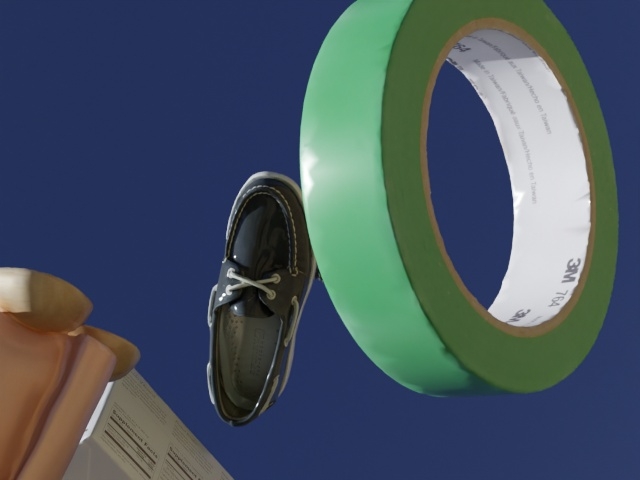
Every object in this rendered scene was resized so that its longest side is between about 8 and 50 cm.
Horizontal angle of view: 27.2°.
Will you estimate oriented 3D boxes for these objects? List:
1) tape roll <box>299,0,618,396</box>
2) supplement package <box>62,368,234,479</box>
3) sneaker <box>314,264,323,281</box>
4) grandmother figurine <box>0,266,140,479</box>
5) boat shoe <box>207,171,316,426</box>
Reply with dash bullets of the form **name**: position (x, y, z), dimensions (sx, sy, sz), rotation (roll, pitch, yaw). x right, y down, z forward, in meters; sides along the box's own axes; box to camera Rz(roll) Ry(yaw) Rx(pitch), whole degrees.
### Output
- **tape roll**: position (0.116, -0.043, 1.001), dimensions (0.321, 0.077, 0.321), rotation (11, -104, -48)
- **supplement package**: position (-0.221, 0.299, 1.441), dimensions (0.262, 0.204, 0.145), rotation (51, -157, -20)
- **sneaker**: position (0.000, 0.000, 1.700), dimensions (0.234, 0.078, 0.106), rotation (10, -99, -71)
- **grandmother figurine**: position (-0.194, 0.185, 0.664), dimensions (0.208, 0.104, 0.342), rotation (48, -129, -51)
- **boat shoe**: position (-0.071, 0.073, 1.535), dimensions (0.091, 0.114, 0.303), rotation (-52, -34, -66)
